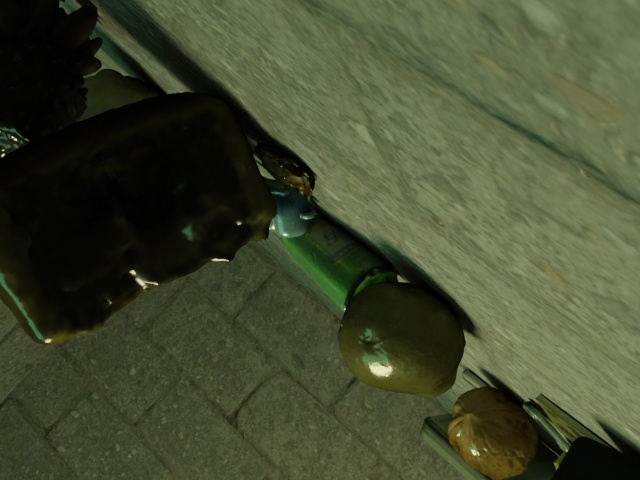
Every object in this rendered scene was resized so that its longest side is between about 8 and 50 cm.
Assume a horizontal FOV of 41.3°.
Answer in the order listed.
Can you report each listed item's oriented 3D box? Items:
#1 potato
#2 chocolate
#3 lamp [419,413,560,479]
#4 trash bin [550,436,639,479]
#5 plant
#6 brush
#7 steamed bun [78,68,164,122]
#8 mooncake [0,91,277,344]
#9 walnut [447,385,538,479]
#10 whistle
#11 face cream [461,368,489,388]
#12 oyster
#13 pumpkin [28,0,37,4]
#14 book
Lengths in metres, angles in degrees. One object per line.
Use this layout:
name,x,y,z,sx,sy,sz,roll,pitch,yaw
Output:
potato,0.121,0.150,1.243,0.178,0.160,0.235,26,163,41
chocolate,0.002,0.015,1.393,0.291,0.110,0.110,40,175,42
lamp,0.366,0.432,1.686,0.266,0.047,0.269,5,-156,-45
trash bin,0.416,0.375,1.104,0.165,0.115,0.225,21,161,48
plant,-0.466,-0.272,1.399,0.182,0.320,0.194,15,151,1
brush,0.414,0.372,1.444,0.297,0.060,0.068,45,176,-29
steamed bun,-0.374,-0.206,1.687,0.280,0.207,0.268,60,176,20
mooncake,-0.274,-0.043,1.185,0.393,0.394,0.246,-74,-30,-57
walnut,0.306,0.344,1.524,0.155,0.155,0.184,36,170,46
whistle,-0.123,-0.060,1.391,0.269,0.180,0.093,9,124,33
face cream,0.313,0.285,1.663,0.083,0.021,0.040,38,173,36
oyster,-0.053,-0.106,1.177,0.132,0.029,0.086,44,169,19
pumpkin,-0.591,-0.466,1.530,0.212,0.152,0.211,25,162,9
book,0.413,0.313,1.252,0.192,0.013,0.168,38,174,41
